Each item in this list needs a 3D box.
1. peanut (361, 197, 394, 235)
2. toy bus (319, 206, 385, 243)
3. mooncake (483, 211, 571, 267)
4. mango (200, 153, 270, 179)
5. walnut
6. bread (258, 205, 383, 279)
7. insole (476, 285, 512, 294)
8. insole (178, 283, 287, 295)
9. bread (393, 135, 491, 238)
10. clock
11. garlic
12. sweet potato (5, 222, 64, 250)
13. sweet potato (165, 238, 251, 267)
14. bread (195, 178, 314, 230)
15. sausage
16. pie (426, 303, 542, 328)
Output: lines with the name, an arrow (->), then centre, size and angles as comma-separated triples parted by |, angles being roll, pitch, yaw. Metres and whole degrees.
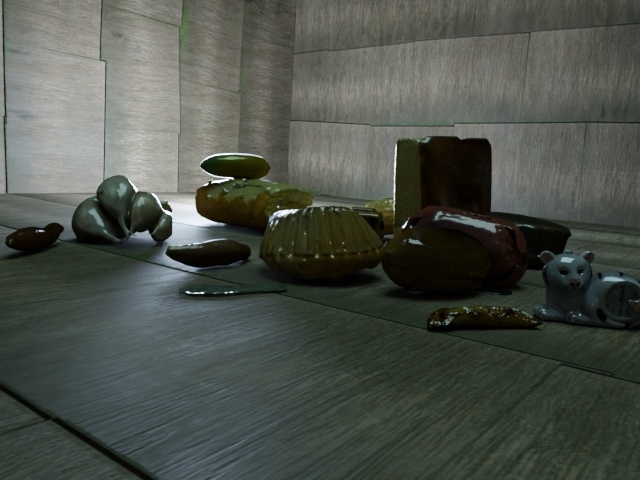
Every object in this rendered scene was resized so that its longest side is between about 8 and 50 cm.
peanut -> 0.242, -0.072, 1.847 | 0.306, 0.147, 0.147 | -3, 5, 23
toy bus -> 0.084, -0.039, 1.633 | 0.201, 0.114, 0.098 | 5, 9, 12
mooncake -> 0.535, 0.002, 1.528 | 0.228, 0.124, 0.228 | 8, 10, -1
mango -> -0.287, -0.255, 1.987 | 0.238, 0.091, 0.137 | -4, -1, -42
walnut -> 0.221, 0.038, 1.095 | 0.245, 0.137, 0.137 | 0, 9, -28
bread -> 0.000, 0.000, 1.209 | 0.274, 0.149, 0.274 | -3, 6, 0
insole -> 0.274, 0.090, 1.182 | 0.232, 0.003, 0.080 | 7, 9, 25
insole -> -0.151, 0.086, 1.014 | 0.193, 0.006, 0.065 | 0, 8, -26
bread -> 0.353, -0.128, 1.644 | 0.324, 0.333, 0.143 | -8, 11, -41
clock -> 0.446, 0.076, 0.943 | 0.176, 0.117, 0.080 | 5, 8, 8
garlic -> -0.511, -0.052, 1.511 | 0.237, 0.210, 0.292 | 38, 5, 2
sweet potato -> -0.640, -0.006, 1.301 | 0.057, 0.057, 0.264 | 3, 5, -3
sweet potato -> -0.216, 0.028, 1.241 | 0.078, 0.058, 0.255 | -16, -7, 31
bread -> -0.232, -0.125, 1.945 | 0.375, 0.165, 0.237 | 10, 6, 43
sausage -> 0.306, 0.011, 1.245 | 0.280, 0.152, 0.152 | 14, 12, 31
pie -> 0.239, 0.114, 0.897 | 0.191, 0.033, 0.088 | 1, 4, -16
